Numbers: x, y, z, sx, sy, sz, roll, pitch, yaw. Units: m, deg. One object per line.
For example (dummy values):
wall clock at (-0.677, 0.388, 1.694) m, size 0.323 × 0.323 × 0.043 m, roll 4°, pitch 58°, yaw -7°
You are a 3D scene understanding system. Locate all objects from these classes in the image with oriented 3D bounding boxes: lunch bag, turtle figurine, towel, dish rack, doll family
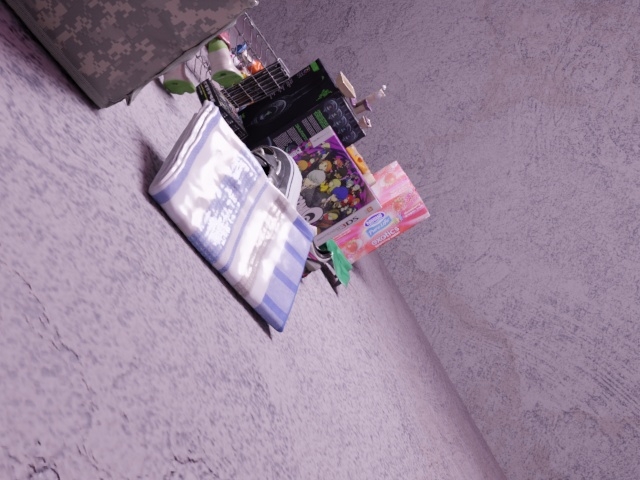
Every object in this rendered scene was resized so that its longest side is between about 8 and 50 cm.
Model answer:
lunch bag at (-0.239, -0.327, 0.738) m, size 0.287 × 0.235 × 0.169 m, roll 56°, pitch 10°, yaw -18°
turtle figurine at (-0.223, -0.399, 1.179) m, size 0.274 × 0.197 × 0.267 m, roll -25°, pitch -110°, yaw 61°
towel at (-0.108, -0.035, 0.897) m, size 0.285 × 0.034 × 0.209 m, roll 52°, pitch 35°, yaw -29°
dish rack at (-0.201, -0.417, 1.426) m, size 0.271 × 0.208 × 0.074 m, roll 49°, pitch 25°, yaw -50°
doll family at (-0.228, -0.450, 1.768) m, size 0.163 × 0.118 × 0.263 m, roll 46°, pitch -4°, yaw -32°

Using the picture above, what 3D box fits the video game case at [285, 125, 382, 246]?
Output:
video game case at (-0.010, -0.097, 1.344) m, size 0.232 × 0.210 × 0.042 m, roll 52°, pitch 10°, yaw -40°

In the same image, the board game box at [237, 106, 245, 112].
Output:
board game box at (-0.189, -0.309, 1.704) m, size 0.090 × 0.020 × 0.090 m, roll 56°, pitch 10°, yaw -19°

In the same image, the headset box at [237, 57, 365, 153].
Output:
headset box at (-0.050, -0.275, 1.494) m, size 0.131 × 0.283 × 0.246 m, roll 53°, pitch 11°, yaw -32°

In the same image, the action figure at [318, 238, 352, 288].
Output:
action figure at (0.000, 0.000, 1.557) m, size 0.232 × 0.063 × 0.137 m, roll 60°, pitch 9°, yaw -18°

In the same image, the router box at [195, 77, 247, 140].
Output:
router box at (-0.215, -0.282, 1.395) m, size 0.122 × 0.038 × 0.092 m, roll 47°, pitch 15°, yaw -56°

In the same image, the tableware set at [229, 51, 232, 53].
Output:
tableware set at (-0.276, -0.551, 2.011) m, size 0.128 × 0.039 × 0.194 m, roll 47°, pitch 2°, yaw 2°

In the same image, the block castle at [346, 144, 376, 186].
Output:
block castle at (-0.033, -0.277, 1.881) m, size 0.303 × 0.212 × 0.453 m, roll 49°, pitch 10°, yaw -30°

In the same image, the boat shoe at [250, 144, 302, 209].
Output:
boat shoe at (-0.105, -0.106, 1.123) m, size 0.119 × 0.121 × 0.335 m, roll 59°, pitch 9°, yaw -30°

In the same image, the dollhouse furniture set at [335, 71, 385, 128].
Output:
dollhouse furniture set at (0.093, -0.310, 1.346) m, size 0.114 × 0.081 × 0.091 m, roll 36°, pitch 36°, yaw -57°

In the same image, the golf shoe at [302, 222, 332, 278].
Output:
golf shoe at (-0.052, -0.018, 1.248) m, size 0.186 × 0.085 × 0.067 m, roll 54°, pitch 11°, yaw -22°

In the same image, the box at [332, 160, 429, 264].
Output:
box at (0.157, -0.083, 1.945) m, size 0.154 × 0.299 × 0.142 m, roll 52°, pitch 10°, yaw -41°
